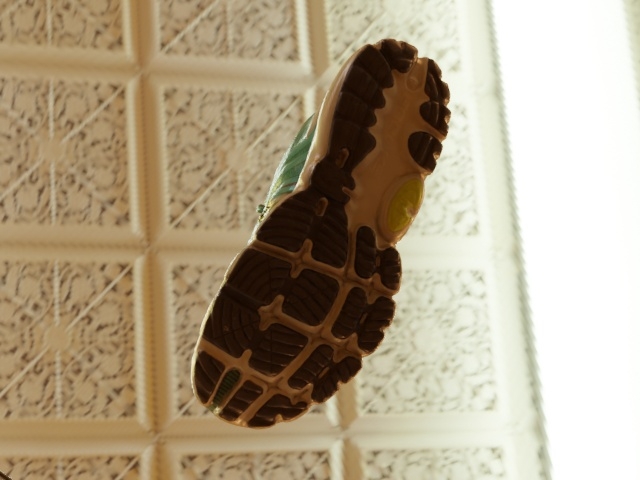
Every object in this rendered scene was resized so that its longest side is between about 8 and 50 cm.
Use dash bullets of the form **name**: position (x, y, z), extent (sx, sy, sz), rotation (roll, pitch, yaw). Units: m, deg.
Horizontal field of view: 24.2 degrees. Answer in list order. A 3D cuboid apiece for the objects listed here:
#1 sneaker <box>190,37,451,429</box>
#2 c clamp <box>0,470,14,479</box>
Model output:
- **sneaker**: position (0.000, 0.000, 0.959), extent (0.107, 0.110, 0.275), rotation (34, -112, -15)
- **c clamp**: position (-0.221, 0.156, 0.918), extent (0.160, 0.137, 0.022), rotation (38, -80, -5)
